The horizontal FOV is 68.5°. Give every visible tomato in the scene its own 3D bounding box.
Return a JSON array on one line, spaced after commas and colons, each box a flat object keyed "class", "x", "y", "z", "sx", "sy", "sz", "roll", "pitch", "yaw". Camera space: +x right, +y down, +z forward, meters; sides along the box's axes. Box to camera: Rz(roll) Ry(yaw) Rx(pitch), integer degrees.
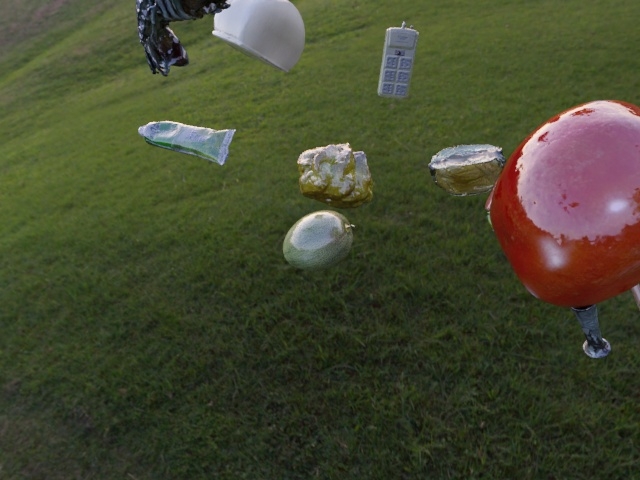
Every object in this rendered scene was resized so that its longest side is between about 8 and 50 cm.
[{"class": "tomato", "x": 0.443, "y": -0.052, "z": 0.788, "sx": 0.289, "sy": 0.325, "sz": 0.293, "roll": -20, "pitch": 69, "yaw": 7}]

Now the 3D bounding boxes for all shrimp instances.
[{"class": "shrimp", "x": -0.111, "y": -0.188, "z": 0.356, "sx": 0.174, "sy": 0.076, "sz": 0.082, "roll": -14, "pitch": 31, "yaw": 52}]

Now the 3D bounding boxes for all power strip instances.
[{"class": "power strip", "x": 0.180, "y": -0.417, "z": 1.093, "sx": 0.076, "sy": 0.169, "sz": 0.028, "roll": 5, "pitch": 29, "yaw": 0}]

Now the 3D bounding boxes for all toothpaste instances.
[{"class": "toothpaste", "x": -0.283, "y": -0.210, "z": 0.972, "sx": 0.248, "sy": 0.047, "sz": 0.078, "roll": 16, "pitch": 85, "yaw": 26}]

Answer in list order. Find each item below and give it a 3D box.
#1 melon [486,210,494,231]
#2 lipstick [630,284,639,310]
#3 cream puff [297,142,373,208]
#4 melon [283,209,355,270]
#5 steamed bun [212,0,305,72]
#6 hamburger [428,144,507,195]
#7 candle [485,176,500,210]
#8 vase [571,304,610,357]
[{"class": "melon", "x": 0.548, "y": -0.012, "z": 1.130, "sx": 0.169, "sy": 0.265, "sz": 0.129, "roll": -40, "pitch": -6, "yaw": 26}, {"class": "lipstick", "x": 0.642, "y": 0.125, "z": 0.938, "sx": 0.019, "sy": 0.019, "sz": 0.094, "roll": -24, "pitch": 89, "yaw": 0}, {"class": "cream puff", "x": 0.047, "y": -0.185, "z": 1.390, "sx": 0.244, "sy": 0.196, "sz": 0.244, "roll": -9, "pitch": 6, "yaw": 1}, {"class": "melon", "x": 0.000, "y": 0.000, "z": 1.113, "sx": 0.192, "sy": 0.139, "sz": 0.139, "roll": -26, "pitch": 40, "yaw": 25}, {"class": "steamed bun", "x": -0.150, "y": -0.564, "z": 1.240, "sx": 0.146, "sy": 0.241, "sz": 0.164, "roll": 33, "pitch": 104, "yaw": 28}, {"class": "hamburger", "x": 0.608, "y": -0.272, "z": 1.920, "sx": 0.308, "sy": 0.211, "sz": 0.132, "roll": -7, "pitch": 45, "yaw": 18}, {"class": "candle", "x": 0.685, "y": -0.136, "z": 1.586, "sx": 0.287, "sy": 0.131, "sz": 0.317, "roll": 5, "pitch": 29, "yaw": -20}, {"class": "vase", "x": 0.604, "y": 0.191, "z": 1.055, "sx": 0.059, "sy": 0.167, "sz": 0.059, "roll": -24, "pitch": 29, "yaw": 15}]
